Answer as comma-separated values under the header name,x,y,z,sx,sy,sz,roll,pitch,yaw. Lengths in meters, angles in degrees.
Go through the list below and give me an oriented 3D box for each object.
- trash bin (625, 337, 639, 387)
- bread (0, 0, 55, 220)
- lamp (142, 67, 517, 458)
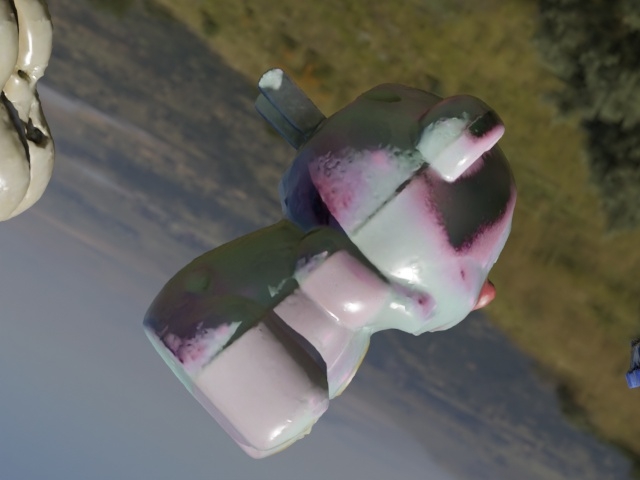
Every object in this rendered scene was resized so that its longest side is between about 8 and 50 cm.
name,x,y,z,sx,sy,sz,roll,pitch,yaw
trash bin,0.321,0.164,1.173,0.163,0.234,0.184,-12,173,8
bread,-0.266,-0.110,1.082,0.183,0.337,0.102,20,-146,25
lamp,0.000,0.000,1.246,0.247,0.301,0.247,46,170,9
